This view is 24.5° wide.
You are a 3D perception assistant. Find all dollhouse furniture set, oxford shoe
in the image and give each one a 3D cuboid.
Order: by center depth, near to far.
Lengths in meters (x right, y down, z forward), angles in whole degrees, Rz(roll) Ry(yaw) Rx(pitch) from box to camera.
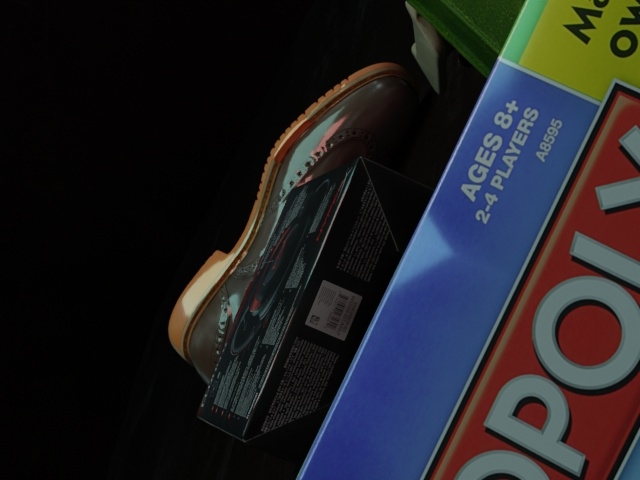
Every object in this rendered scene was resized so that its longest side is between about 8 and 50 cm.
[{"bbox_3d":[0.168,-0.169,0.970,0.197,0.151,0.301,-46,-8,-1],"label":"dollhouse furniture set"},{"bbox_3d":[0.000,0.000,1.427,0.364,0.130,0.133,-58,44,12],"label":"oxford shoe"}]

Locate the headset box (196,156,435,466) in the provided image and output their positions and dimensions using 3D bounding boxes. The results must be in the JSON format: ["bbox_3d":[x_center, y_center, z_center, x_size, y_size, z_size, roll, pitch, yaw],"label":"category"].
[{"bbox_3d":[0.004,0.066,1.157,0.293,0.110,0.218,163,130,-77],"label":"headset box"}]

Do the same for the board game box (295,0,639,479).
[{"bbox_3d":[0.103,0.074,0.325,0.317,0.213,0.046,-65,-18,8],"label":"board game box"}]
